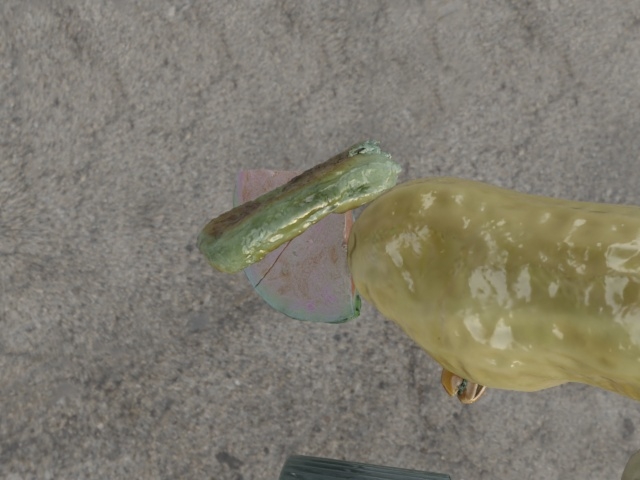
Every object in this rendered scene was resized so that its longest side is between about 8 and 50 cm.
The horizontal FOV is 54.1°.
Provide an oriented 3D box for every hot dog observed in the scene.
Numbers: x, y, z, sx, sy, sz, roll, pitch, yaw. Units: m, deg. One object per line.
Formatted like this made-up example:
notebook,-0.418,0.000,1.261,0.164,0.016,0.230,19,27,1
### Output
hot dog,0.312,0.201,1.230,0.100,0.068,0.250,30,67,-16

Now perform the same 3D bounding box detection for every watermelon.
watermelon,0.004,0.003,1.181,0.222,0.319,0.293,5,83,-47

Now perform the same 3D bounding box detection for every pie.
pie,-0.032,-0.048,0.838,0.302,0.302,0.067,-34,103,-24

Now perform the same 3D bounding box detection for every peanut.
peanut,0.159,0.040,0.438,0.147,0.318,0.148,-22,118,-48

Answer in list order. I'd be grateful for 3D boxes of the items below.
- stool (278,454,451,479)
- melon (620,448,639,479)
stool,0.072,0.578,1.226,0.329,0.297,0.298,9,86,8
melon,0.565,0.371,0.873,0.316,0.223,0.223,5,89,-26
